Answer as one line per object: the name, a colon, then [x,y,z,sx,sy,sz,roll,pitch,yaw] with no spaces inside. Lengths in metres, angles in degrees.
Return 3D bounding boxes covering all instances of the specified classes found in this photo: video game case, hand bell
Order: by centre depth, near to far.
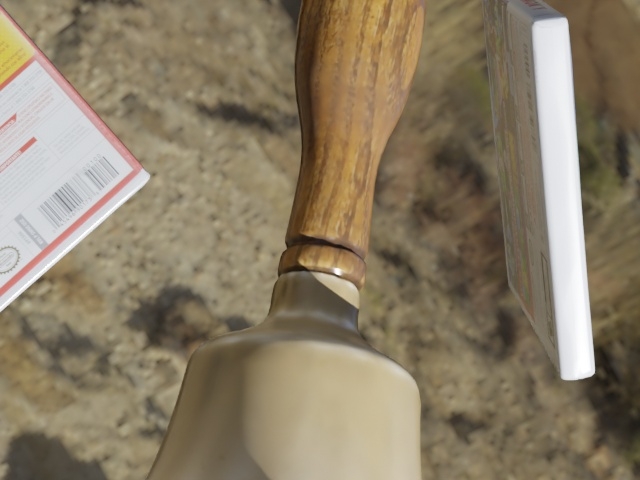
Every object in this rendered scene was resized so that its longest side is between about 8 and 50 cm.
hand bell: [0.000,0.000,0.507,0.126,0.126,0.242,31,59,-45]
video game case: [0.125,-0.043,1.003,0.183,0.023,0.201,-102,-175,-75]
video game case: [-0.287,-0.084,1.199,0.285,0.204,0.025,49,-2,-6]
